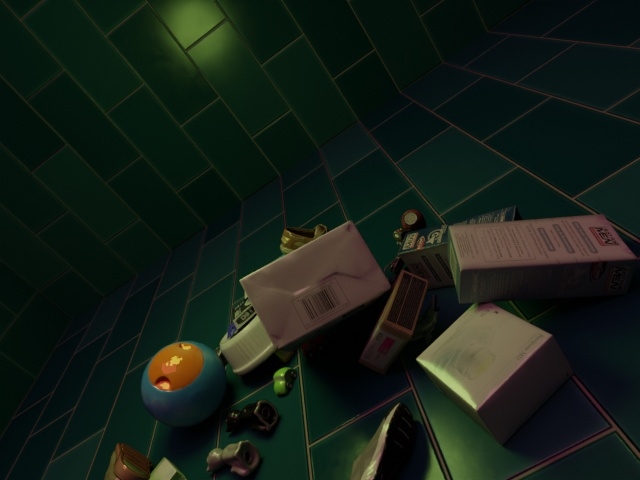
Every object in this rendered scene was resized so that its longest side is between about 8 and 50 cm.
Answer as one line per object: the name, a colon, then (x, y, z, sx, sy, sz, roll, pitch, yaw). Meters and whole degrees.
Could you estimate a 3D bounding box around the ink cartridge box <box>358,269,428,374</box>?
ink cartridge box: (0.200, 0.226, 1.311, 0.193, 0.088, 0.234, -59, -8, -41)

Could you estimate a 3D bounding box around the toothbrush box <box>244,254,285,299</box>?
toothbrush box: (-0.164, 0.181, 1.973, 0.296, 0.126, 0.216, -36, 25, 8)

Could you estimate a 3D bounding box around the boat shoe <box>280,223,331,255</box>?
boat shoe: (0.000, 0.000, 1.919, 0.325, 0.116, 0.123, 0, 24, -6)

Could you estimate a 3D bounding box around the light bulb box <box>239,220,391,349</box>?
light bulb box: (-0.008, 0.155, 1.435, 0.358, 0.225, 0.361, -28, -14, -4)

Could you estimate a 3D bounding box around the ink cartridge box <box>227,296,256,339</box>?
ink cartridge box: (-0.273, 0.254, 1.732, 0.208, 0.045, 0.206, -43, 9, -6)

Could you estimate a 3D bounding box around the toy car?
toy car: (-0.104, 0.408, 1.587, 0.239, 0.053, 0.225, -20, 30, 34)

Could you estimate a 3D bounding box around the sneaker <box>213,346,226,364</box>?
sneaker: (-0.396, 0.444, 1.898, 0.086, 0.064, 0.192, 2, 48, 47)

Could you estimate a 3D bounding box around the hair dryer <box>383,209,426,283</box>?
hair dryer: (0.291, -0.001, 1.644, 0.080, 0.223, 0.293, 29, 39, 23)

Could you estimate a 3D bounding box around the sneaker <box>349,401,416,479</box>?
sneaker: (0.132, 0.491, 1.088, 0.108, 0.100, 0.271, -15, 33, 50)

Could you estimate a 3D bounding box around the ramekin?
ramekin: (-0.241, 0.345, 1.709, 0.273, 0.127, 0.273, -40, 9, 7)

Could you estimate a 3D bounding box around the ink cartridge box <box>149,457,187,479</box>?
ink cartridge box: (-0.480, 0.786, 1.442, 0.171, 0.056, 0.235, -50, 25, -26)

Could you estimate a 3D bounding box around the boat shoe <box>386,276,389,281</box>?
boat shoe: (0.156, 0.138, 1.684, 0.190, 0.072, 0.068, -8, 38, 47)

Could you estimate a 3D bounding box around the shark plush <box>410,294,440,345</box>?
shark plush: (0.285, 0.223, 1.305, 0.073, 0.067, 0.161, -86, 14, -49)

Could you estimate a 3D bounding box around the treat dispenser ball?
treat dispenser ball: (-0.470, 0.495, 1.650, 0.288, 0.288, 0.288, -30, 26, 16)

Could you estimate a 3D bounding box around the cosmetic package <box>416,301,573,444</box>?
cosmetic package: (0.382, 0.281, 1.067, 0.224, 0.138, 0.225, -42, 26, -8)

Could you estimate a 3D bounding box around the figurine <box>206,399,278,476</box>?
figurine: (-0.250, 0.599, 1.437, 0.209, 0.092, 0.214, -26, 27, 41)

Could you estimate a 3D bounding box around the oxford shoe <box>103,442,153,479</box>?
oxford shoe: (-0.634, 0.751, 1.514, 0.146, 0.140, 0.397, -58, 5, -21)

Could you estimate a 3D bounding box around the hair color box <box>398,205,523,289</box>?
hair color box: (0.426, 0.031, 1.390, 0.347, 0.174, 0.105, -15, 33, 39)

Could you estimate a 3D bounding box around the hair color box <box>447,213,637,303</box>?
hair color box: (0.512, 0.043, 1.147, 0.375, 0.113, 0.185, -5, 35, 8)
